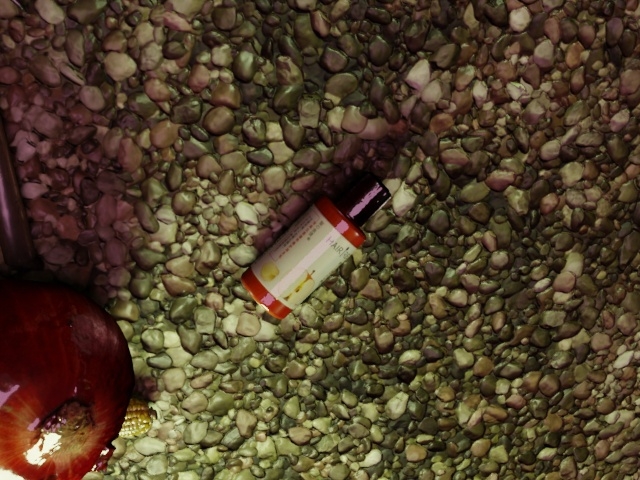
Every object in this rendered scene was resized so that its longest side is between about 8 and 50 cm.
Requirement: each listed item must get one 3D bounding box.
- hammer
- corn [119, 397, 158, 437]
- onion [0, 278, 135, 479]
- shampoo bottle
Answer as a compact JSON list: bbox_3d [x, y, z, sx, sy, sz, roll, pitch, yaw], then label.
[{"bbox_3d":[-0.489,-0.169,1.136,0.168,0.044,0.440,-11,114,-18],"label":"hammer"},{"bbox_3d":[-0.383,0.306,1.324,0.207,0.068,0.068,-2,110,-10],"label":"corn"},{"bbox_3d":[-0.454,0.207,1.143,0.341,0.341,0.342,-4,110,-11],"label":"onion"},{"bbox_3d":[0.000,0.000,1.277,0.278,0.104,0.104,-44,112,6],"label":"shampoo bottle"}]
